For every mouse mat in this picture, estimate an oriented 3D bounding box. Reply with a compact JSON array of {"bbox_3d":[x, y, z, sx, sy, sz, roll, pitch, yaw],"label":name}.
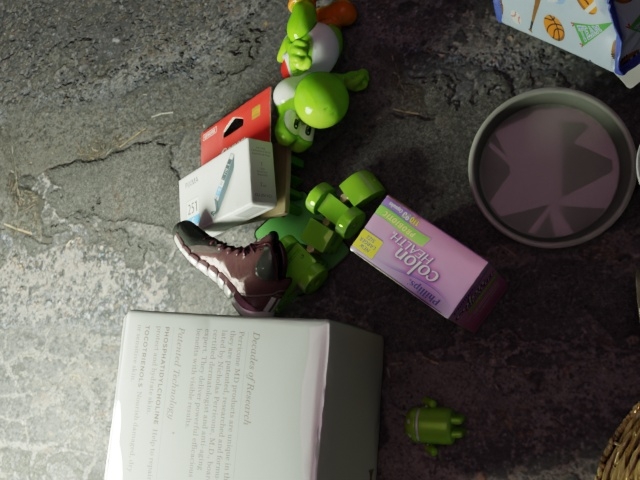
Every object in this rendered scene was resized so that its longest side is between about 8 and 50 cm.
[{"bbox_3d":[-0.041,0.004,1.586,0.152,0.007,0.190,-41,66,9],"label":"mouse mat"}]

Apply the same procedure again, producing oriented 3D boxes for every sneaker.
[{"bbox_3d":[-0.159,0.018,1.499,0.281,0.106,0.162,43,111,14],"label":"sneaker"}]

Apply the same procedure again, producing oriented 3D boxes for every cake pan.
[{"bbox_3d":[0.419,-0.130,1.373,0.293,0.054,0.293,-1,86,12],"label":"cake pan"}]

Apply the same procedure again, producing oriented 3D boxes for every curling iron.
[{"bbox_3d":[0.394,-0.157,1.428,0.068,0.035,0.274,38,94,25],"label":"curling iron"}]

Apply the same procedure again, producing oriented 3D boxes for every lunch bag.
[{"bbox_3d":[0.535,-0.521,1.307,0.385,0.239,0.328,-35,46,-8],"label":"lunch bag"}]

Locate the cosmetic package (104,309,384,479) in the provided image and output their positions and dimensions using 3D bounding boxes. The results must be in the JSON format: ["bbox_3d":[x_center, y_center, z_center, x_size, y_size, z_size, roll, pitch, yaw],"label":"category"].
[{"bbox_3d":[-0.121,0.311,1.373,0.393,0.329,0.327,0,78,21],"label":"cosmetic package"}]

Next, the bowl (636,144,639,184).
[{"bbox_3d":[0.678,-0.098,1.224,0.298,0.134,0.298,-15,51,19],"label":"bowl"}]

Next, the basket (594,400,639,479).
[{"bbox_3d":[0.584,0.413,1.194,0.213,0.223,0.299,19,85,58],"label":"basket"}]

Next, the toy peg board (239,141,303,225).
[{"bbox_3d":[-0.109,-0.111,1.608,0.160,0.079,0.161,-11,69,37],"label":"toy peg board"}]

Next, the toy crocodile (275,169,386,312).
[{"bbox_3d":[0.000,0.000,1.520,0.115,0.105,0.340,39,99,25],"label":"toy crocodile"}]

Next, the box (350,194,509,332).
[{"bbox_3d":[0.202,0.048,1.348,0.213,0.243,0.117,36,94,25],"label":"box"}]

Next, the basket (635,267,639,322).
[{"bbox_3d":[0.637,0.097,1.213,0.227,0.154,0.204,-6,53,26],"label":"basket"}]

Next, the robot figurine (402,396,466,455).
[{"bbox_3d":[0.206,0.339,1.377,0.115,0.067,0.101,-2,90,22],"label":"robot figurine"}]

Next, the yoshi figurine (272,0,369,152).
[{"bbox_3d":[0.003,-0.356,1.526,0.203,0.203,0.362,9,71,0],"label":"yoshi figurine"}]

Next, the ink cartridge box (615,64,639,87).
[{"bbox_3d":[0.613,-0.362,1.368,0.198,0.067,0.115,-35,67,10],"label":"ink cartridge box"}]

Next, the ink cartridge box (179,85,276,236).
[{"bbox_3d":[-0.203,-0.158,1.580,0.296,0.066,0.261,-21,68,50],"label":"ink cartridge box"}]
